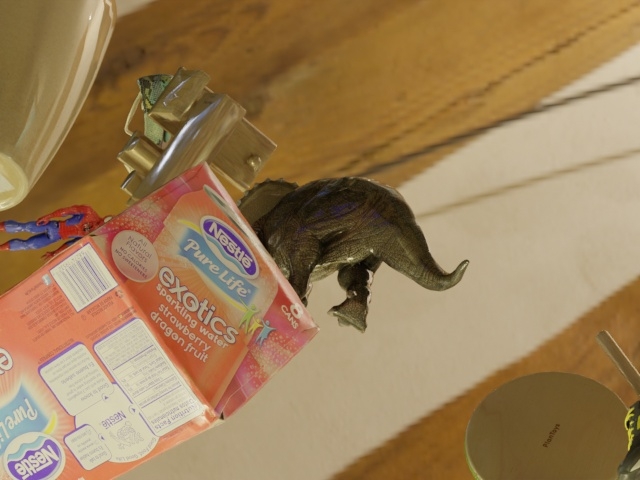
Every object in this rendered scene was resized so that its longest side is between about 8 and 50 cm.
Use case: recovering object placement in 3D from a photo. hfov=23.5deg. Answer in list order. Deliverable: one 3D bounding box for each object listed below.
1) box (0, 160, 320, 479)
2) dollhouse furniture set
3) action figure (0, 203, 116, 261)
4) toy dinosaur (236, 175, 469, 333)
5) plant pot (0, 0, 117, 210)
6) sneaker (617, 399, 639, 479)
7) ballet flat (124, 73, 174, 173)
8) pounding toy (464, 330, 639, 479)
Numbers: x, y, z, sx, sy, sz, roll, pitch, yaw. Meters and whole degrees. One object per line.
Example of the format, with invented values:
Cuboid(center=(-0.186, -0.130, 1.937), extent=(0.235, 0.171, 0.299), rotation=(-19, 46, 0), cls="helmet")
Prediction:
Cuboid(center=(-0.168, 0.090, 1.110), extent=(0.300, 0.154, 0.142), rotation=(-33, -177, 38), cls="box")
Cuboid(center=(-0.094, -0.062, 1.383), extent=(0.144, 0.123, 0.151), rotation=(-56, -155, -11), cls="dollhouse furniture set")
Cuboid(center=(-0.224, -0.006, 1.267), extent=(0.115, 0.038, 0.030), rotation=(-12, -157, -8), cls="action figure")
Cuboid(center=(0.000, 0.000, 1.297), extent=(0.313, 0.121, 0.160), rotation=(-17, -135, 53), cls="toy dinosaur")
Cuboid(center=(-0.378, -0.178, 1.774), extent=(0.256, 0.256, 0.274), rotation=(-5, -126, 10), cls="plant pot")
Cuboid(center=(0.197, 0.118, 0.930), extent=(0.035, 0.031, 0.083), rotation=(28, -136, 25), cls="sneaker")
Cuboid(center=(-0.221, -0.122, 1.969), extent=(0.070, 0.188, 0.070), rotation=(8, -172, -1), cls="ballet flat")
Cuboid(center=(0.277, 0.234, 1.695), extent=(0.237, 0.110, 0.183), rotation=(-29, -135, -15), cls="pounding toy")
